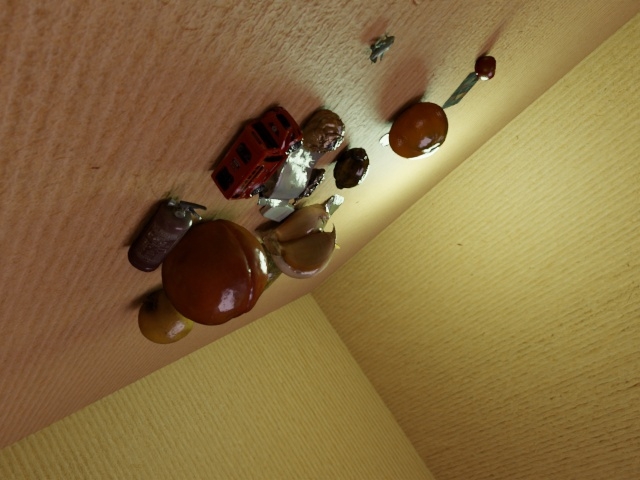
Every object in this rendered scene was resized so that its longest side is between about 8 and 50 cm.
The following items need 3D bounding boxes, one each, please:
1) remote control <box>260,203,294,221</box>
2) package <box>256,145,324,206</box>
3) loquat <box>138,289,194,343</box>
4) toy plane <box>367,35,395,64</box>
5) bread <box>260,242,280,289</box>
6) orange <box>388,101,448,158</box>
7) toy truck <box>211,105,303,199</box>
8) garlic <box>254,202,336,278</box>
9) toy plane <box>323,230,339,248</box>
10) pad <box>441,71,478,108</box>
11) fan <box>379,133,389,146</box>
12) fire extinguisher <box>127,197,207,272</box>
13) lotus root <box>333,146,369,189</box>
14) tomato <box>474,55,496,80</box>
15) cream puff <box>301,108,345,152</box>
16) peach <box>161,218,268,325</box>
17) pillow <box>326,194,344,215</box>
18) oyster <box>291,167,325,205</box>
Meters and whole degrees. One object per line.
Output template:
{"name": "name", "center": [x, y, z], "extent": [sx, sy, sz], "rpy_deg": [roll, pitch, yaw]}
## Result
{"name": "remote control", "center": [-0.161, -0.112, 1.733], "extent": [0.088, 0.029, 0.190], "rpy_deg": [-37, 169, 10]}
{"name": "package", "center": [-0.094, -0.211, 1.477], "extent": [0.250, 0.062, 0.204], "rpy_deg": [-52, 164, 16]}
{"name": "loquat", "center": [-0.577, 0.283, 1.747], "extent": [0.208, 0.208, 0.208], "rpy_deg": [-33, 169, -8]}
{"name": "toy plane", "center": [0.147, -0.471, 1.138], "extent": [0.083, 0.033, 0.080], "rpy_deg": [-45, 166, 13]}
{"name": "bread", "center": [-0.272, 0.127, 2.036], "extent": [0.195, 0.176, 0.246], "rpy_deg": [-40, 173, -49]}
{"name": "orange", "center": [0.365, -0.394, 1.701], "extent": [0.240, 0.171, 0.240], "rpy_deg": [-34, 166, -10]}
{"name": "toy truck", "center": [-0.159, -0.209, 1.143], "extent": [0.253, 0.107, 0.114], "rpy_deg": [-43, 167, 36]}
{"name": "garlic", "center": [-0.081, -0.003, 1.882], "extent": [0.313, 0.286, 0.249], "rpy_deg": [-26, 130, -29]}
{"name": "toy plane", "center": [-0.005, -0.010, 2.336], "extent": [0.204, 0.103, 0.316], "rpy_deg": [-39, 152, 25]}
{"name": "pad", "center": [0.577, -0.608, 1.869], "extent": [0.143, 0.003, 0.211], "rpy_deg": [-27, 167, -32]}
{"name": "fan", "center": [0.310, -0.419, 1.870], "extent": [0.153, 0.008, 0.227], "rpy_deg": [-38, 168, 10]}
{"name": "fire extinguisher", "center": [-0.405, -0.024, 1.222], "extent": [0.269, 0.104, 0.105], "rpy_deg": [-43, 166, 32]}
{"name": "lotus root", "center": [0.112, -0.257, 1.691], "extent": [0.120, 0.120, 0.209], "rpy_deg": [-27, 164, -35]}
{"name": "tomato", "center": [0.595, -0.623, 1.681], "extent": [0.075, 0.087, 0.087], "rpy_deg": [-1, 175, 12]}
{"name": "cream puff", "center": [0.008, -0.296, 1.294], "extent": [0.133, 0.104, 0.119], "rpy_deg": [-32, 175, -8]}
{"name": "peach", "center": [-0.325, 0.111, 1.490], "extent": [0.343, 0.301, 0.343], "rpy_deg": [-33, 167, -9]}
{"name": "pillow", "center": [0.023, -0.121, 2.136], "extent": [0.217, 0.033, 0.130], "rpy_deg": [-51, 157, 13]}
{"name": "oyster", "center": [-0.042, -0.189, 1.621], "extent": [0.177, 0.056, 0.105], "rpy_deg": [-49, -166, 23]}
